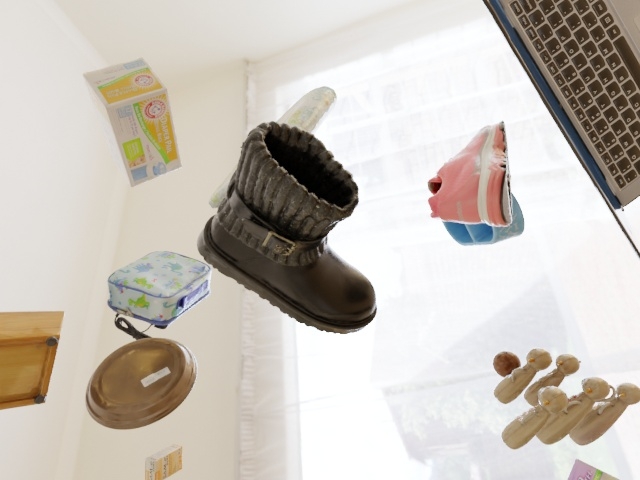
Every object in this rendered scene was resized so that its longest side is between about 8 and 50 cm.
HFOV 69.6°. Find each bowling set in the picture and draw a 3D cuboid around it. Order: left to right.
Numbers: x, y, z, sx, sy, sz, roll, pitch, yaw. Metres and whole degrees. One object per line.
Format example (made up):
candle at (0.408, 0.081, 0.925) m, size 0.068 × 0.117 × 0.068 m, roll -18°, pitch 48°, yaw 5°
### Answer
bowling set at (0.400, 0.245, 0.821) m, size 0.287 × 0.154 × 0.200 m, roll 14°, pitch -150°, yaw -36°

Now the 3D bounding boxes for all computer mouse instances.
computer mouse at (-0.565, 0.223, 1.561) m, size 0.262 × 0.184 × 0.060 m, roll -60°, pitch 4°, yaw -21°

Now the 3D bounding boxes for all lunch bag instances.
lunch bag at (-0.364, 0.107, 1.066) m, size 0.219 × 0.176 × 0.090 m, roll -47°, pitch -30°, yaw -66°

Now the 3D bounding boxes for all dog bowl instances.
dog bowl at (0.397, -0.062, 1.178) m, size 0.166 × 0.074 × 0.297 m, roll 62°, pitch 172°, yaw -2°

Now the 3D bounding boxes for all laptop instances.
laptop at (0.408, -0.222, 0.588) m, size 0.382 × 0.408 × 0.236 m, roll 54°, pitch 178°, yaw -8°

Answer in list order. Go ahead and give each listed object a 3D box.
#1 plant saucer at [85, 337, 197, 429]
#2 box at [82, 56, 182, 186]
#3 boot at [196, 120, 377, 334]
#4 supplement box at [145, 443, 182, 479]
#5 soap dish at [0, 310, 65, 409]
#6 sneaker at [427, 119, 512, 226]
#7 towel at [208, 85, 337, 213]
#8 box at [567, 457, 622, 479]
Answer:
plant saucer at (-0.458, 0.347, 1.176) m, size 0.278 × 0.278 × 0.041 m, roll -84°, pitch -6°, yaw -54°
box at (-0.346, -0.218, 0.869) m, size 0.103 × 0.114 × 0.203 m, roll 51°, pitch 154°, yaw 23°
boot at (-0.001, 0.003, 0.702) m, size 0.348 × 0.260 × 0.131 m, roll 28°, pitch -136°, yaw -18°
supplement box at (-0.401, 0.574, 1.184) m, size 0.098 × 0.036 × 0.062 m, roll 1°, pitch -91°, yaw -64°
soap dish at (-0.738, 0.273, 1.021) m, size 0.291 × 0.118 × 0.229 m, roll 7°, pitch -73°, yaw -46°
sneaker at (0.258, -0.125, 0.807) m, size 0.314 × 0.136 × 0.116 m, roll -56°, pitch -45°, yaw -54°
towel at (-0.130, -0.240, 1.263) m, size 0.090 × 0.374 × 0.320 m, roll 42°, pitch -137°, yaw -18°
box at (0.467, 0.487, 0.679) m, size 0.213 × 0.117 × 0.243 m, roll -62°, pitch 6°, yaw -11°
